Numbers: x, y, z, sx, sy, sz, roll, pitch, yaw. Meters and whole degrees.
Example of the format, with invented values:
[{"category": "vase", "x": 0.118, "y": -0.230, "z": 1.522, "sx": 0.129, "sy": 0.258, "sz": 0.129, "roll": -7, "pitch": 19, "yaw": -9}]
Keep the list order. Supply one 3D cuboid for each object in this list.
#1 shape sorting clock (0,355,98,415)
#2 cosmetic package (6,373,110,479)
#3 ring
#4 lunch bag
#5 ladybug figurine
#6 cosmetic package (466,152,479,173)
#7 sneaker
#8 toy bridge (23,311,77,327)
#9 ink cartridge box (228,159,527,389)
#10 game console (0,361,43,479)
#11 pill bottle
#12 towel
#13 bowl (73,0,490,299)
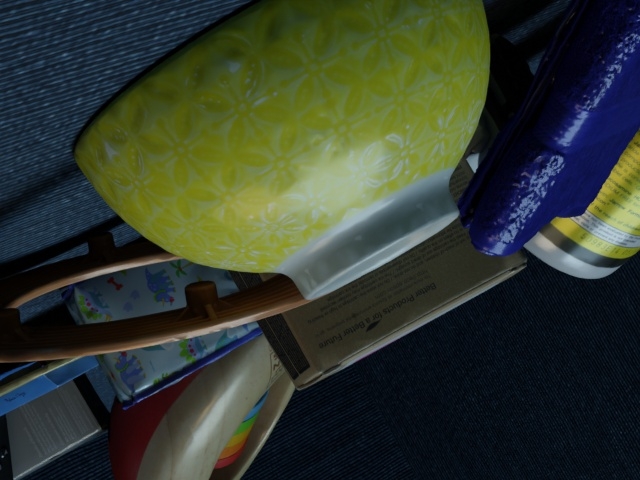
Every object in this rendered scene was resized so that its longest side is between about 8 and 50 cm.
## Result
[{"category": "shape sorting clock", "x": -0.263, "y": 0.123, "z": 1.745, "sx": 0.206, "sy": 0.040, "sz": 0.206, "roll": -28, "pitch": -179, "yaw": 1}, {"category": "cosmetic package", "x": -0.392, "y": 0.254, "z": 2.163, "sx": 0.238, "sy": 0.107, "sz": 0.127, "roll": -33, "pitch": 177, "yaw": 1}, {"category": "ring", "x": -0.129, "y": 0.025, "z": 1.267, "sx": 0.336, "sy": 0.032, "sz": 0.336, "roll": -9, "pitch": -169, "yaw": 2}, {"category": "lunch bag", "x": -0.142, "y": 0.064, "z": 1.576, "sx": 0.151, "sy": 0.129, "sz": 0.096, "roll": -30, "pitch": 179, "yaw": -17}, {"category": "ladybug figurine", "x": -0.147, "y": 0.191, "z": 2.122, "sx": 0.305, "sy": 0.162, "sz": 0.449, "roll": -45, "pitch": 166, "yaw": -41}, {"category": "cosmetic package", "x": 0.141, "y": -0.069, "z": 1.836, "sx": 0.231, "sy": 0.085, "sz": 0.117, "roll": -14, "pitch": 129, "yaw": -63}, {"category": "sneaker", "x": 0.060, "y": -0.084, "z": 1.452, "sx": 0.292, "sy": 0.110, "sz": 0.118, "roll": -24, "pitch": -179, "yaw": -42}, {"category": "toy bridge", "x": -0.235, "y": 0.074, "z": 1.725, "sx": 0.188, "sy": 0.026, "sz": 0.063, "roll": -26, "pitch": 176, "yaw": -34}, {"category": "ink cartridge box", "x": 0.038, "y": -0.002, "z": 1.563, "sx": 0.234, "sy": 0.193, "sz": 0.088, "roll": -26, "pitch": 174, "yaw": -22}, {"category": "game console", "x": -0.378, "y": 0.247, "z": 1.876, "sx": 0.173, "sy": 0.250, "sz": 0.293, "roll": -2, "pitch": -173, "yaw": 27}, {"category": "pill bottle", "x": 0.322, "y": -0.130, "z": 1.655, "sx": 0.334, "sy": 0.188, "sz": 0.188, "roll": -47, "pitch": 166, "yaw": 33}, {"category": "towel", "x": 0.234, "y": -0.140, "z": 1.430, "sx": 0.227, "sy": 0.076, "sz": 0.308, "roll": -24, "pitch": 148, "yaw": -59}, {"category": "bowl", "x": 0.004, "y": -0.056, "z": 1.110, "sx": 0.289, "sy": 0.156, "sz": 0.289, "roll": -30, "pitch": 174, "yaw": -3}]
